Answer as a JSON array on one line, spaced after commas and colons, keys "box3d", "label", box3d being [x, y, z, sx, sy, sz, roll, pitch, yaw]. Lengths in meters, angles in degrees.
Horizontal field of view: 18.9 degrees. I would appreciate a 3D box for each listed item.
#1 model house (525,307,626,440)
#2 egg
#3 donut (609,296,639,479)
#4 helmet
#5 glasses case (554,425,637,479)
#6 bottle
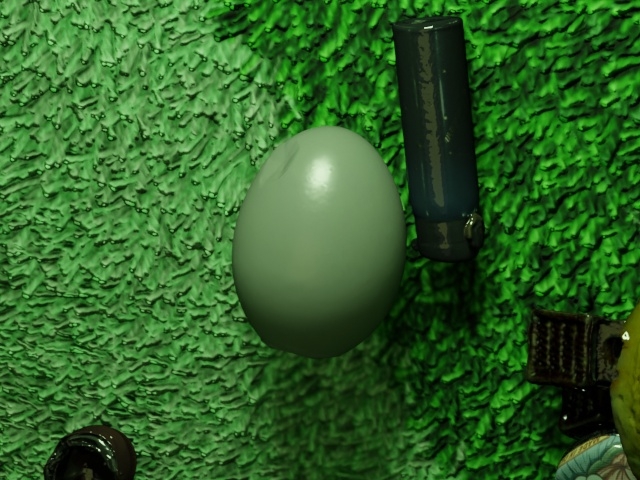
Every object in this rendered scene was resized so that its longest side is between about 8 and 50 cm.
[{"box3d": [0.276, 0.136, 1.909, 0.152, 0.106, 0.165, 5, 101, 17], "label": "model house"}, {"box3d": [0.000, 0.000, 1.934, 0.176, 0.176, 0.232, 12, 107, 16], "label": "egg"}, {"box3d": [0.406, 0.141, 1.801, 0.272, 0.107, 0.272, 0, 90, -19], "label": "donut"}, {"box3d": [-0.251, 0.258, 2.148, 0.098, 0.070, 0.123, 33, 119, 16], "label": "helmet"}, {"box3d": [0.368, 0.309, 1.907, 0.321, 0.082, 0.122, 43, 128, -10], "label": "glasses case"}, {"box3d": [0.121, -0.100, 1.921, 0.082, 0.072, 0.244, 5, 107, 37], "label": "bottle"}]
